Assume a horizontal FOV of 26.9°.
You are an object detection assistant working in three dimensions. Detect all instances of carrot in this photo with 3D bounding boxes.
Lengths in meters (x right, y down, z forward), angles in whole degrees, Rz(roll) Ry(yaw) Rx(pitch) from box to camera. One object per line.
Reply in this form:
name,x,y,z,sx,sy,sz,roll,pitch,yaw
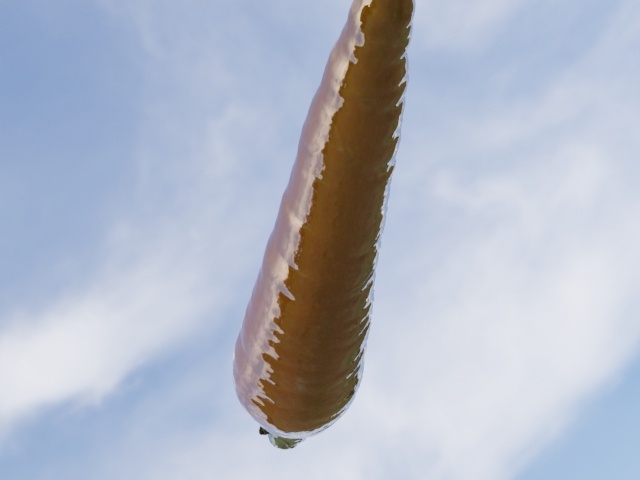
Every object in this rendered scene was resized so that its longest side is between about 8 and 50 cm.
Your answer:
carrot,0.000,0.000,0.619,0.069,0.069,0.336,-19,-36,-24
